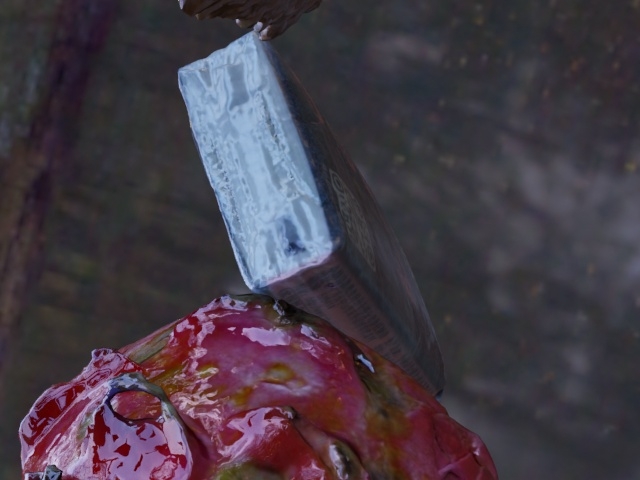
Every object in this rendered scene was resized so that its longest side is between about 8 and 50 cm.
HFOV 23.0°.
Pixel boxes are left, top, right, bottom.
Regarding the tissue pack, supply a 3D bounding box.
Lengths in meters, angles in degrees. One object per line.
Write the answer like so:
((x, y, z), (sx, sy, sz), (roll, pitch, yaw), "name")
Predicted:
((0.000, 0.000, 1.319), (0.315, 0.103, 0.228), (54, -165, -58), "tissue pack")

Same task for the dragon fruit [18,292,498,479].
((-0.074, 0.241, 0.997), (0.386, 0.371, 0.249), (-31, -3, 27), "dragon fruit")

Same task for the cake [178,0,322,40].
((-0.053, -0.303, 0.946), (0.282, 0.290, 0.256), (-44, -4, 5), "cake")
